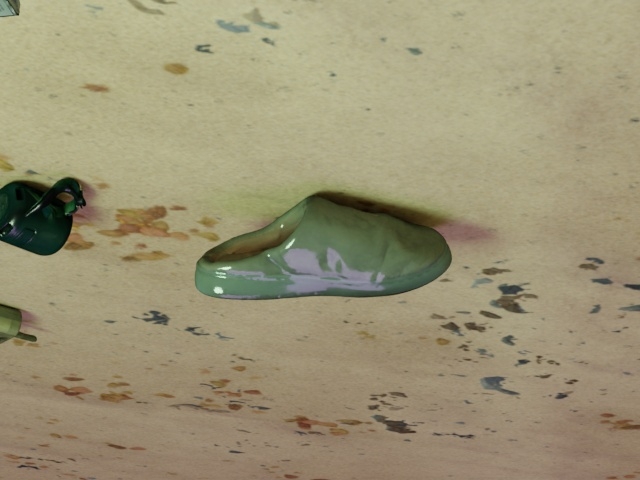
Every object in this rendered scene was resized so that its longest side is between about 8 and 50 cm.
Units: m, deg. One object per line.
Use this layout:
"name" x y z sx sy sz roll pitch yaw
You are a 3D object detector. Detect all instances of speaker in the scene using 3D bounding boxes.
"speaker" -0.273 -0.024 1.500 0.094 0.060 0.075 -16 152 41

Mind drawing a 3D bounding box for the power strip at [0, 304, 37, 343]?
"power strip" -0.461 0.085 1.846 0.268 0.034 0.092 19 154 -32

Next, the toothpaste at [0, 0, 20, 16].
"toothpaste" -0.259 -0.215 1.048 0.047 0.040 0.196 -4 157 9

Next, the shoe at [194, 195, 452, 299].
"shoe" 0.000 0.000 1.481 0.251 0.103 0.100 -7 115 -4
